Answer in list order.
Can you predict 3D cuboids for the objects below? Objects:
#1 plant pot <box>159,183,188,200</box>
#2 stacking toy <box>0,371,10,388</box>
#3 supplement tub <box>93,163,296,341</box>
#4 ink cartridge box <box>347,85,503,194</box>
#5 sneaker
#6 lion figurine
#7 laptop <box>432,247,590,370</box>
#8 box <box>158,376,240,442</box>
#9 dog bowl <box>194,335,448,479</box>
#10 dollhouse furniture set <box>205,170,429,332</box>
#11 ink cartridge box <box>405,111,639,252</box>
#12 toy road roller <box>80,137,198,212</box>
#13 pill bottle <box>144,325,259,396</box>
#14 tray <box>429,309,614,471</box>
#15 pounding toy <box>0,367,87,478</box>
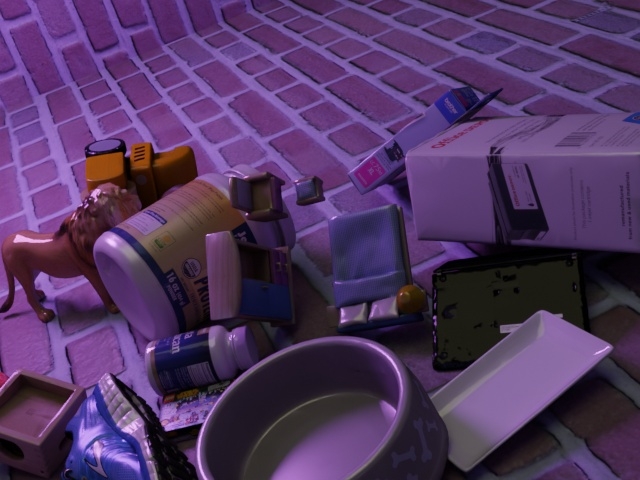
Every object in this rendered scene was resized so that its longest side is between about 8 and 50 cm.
[{"bbox_3d":[-0.250,-0.047,1.873,0.167,0.167,0.165,-33,25,-25],"label":"plant pot"},{"bbox_3d":[-0.633,0.199,1.513,0.175,0.301,0.165,-1,33,27],"label":"stacking toy"},{"bbox_3d":[-0.224,0.017,1.662,0.316,0.228,0.228,-34,33,-25],"label":"supplement tub"},{"bbox_3d":[0.208,-0.212,1.783,0.311,0.065,0.186,-36,-3,23],"label":"ink cartridge box"},{"bbox_3d":[-0.274,0.331,1.293,0.147,0.130,0.330,-46,38,-5],"label":"sneaker"},{"bbox_3d":[-0.514,0.028,1.801,0.392,0.240,0.142,-12,30,14],"label":"lion figurine"},{"bbox_3d":[0.304,0.098,1.441,0.234,0.136,0.264,-9,56,19],"label":"laptop"},{"bbox_3d":[-0.185,0.265,1.423,0.137,0.027,0.094,-15,28,7],"label":"box"},{"bbox_3d":[-0.010,0.265,1.217,0.349,0.102,0.348,-18,31,11],"label":"dog bowl"},{"bbox_3d":[0.000,0.000,1.445,0.303,0.286,0.198,-10,-12,24],"label":"dollhouse furniture set"},{"bbox_3d":[0.384,-0.107,1.532,0.395,0.166,0.285,4,21,35],"label":"ink cartridge box"},{"bbox_3d":[-0.387,-0.105,2.007,0.241,0.202,0.329,-10,27,-6],"label":"toy road roller"},{"bbox_3d":[-0.191,0.191,1.484,0.169,0.094,0.094,-14,29,8],"label":"pill bottle"},{"bbox_3d":[0.258,0.205,1.244,0.270,0.030,0.145,-35,33,-16],"label":"tray"},{"bbox_3d":[-0.501,0.299,1.442,0.206,0.094,0.181,13,40,16],"label":"pounding toy"}]
